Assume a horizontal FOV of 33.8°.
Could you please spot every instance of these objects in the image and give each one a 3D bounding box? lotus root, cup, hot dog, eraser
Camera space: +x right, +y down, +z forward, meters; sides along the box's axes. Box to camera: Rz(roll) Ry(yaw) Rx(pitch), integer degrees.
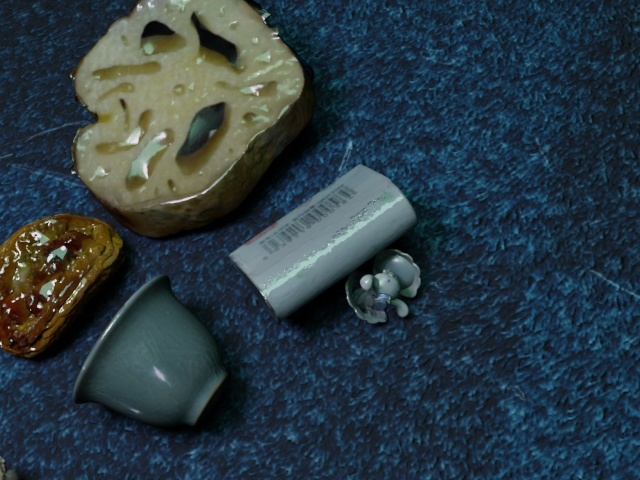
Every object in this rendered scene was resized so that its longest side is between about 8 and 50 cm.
[{"bbox_3d":[-0.192,-0.200,1.538,0.374,0.111,0.391,-3,66,20],"label":"lotus root"},{"bbox_3d":[-0.198,0.165,1.351,0.150,0.199,0.199,34,72,5],"label":"cup"},{"bbox_3d":[-0.379,0.056,1.476,0.160,0.099,0.227,24,72,22],"label":"hot dog"},{"bbox_3d":[0.000,0.000,1.411,0.227,0.081,0.174,-34,28,-9],"label":"eraser"}]

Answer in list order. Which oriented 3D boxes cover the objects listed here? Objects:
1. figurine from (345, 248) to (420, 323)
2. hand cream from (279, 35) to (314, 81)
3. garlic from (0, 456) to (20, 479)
[{"bbox_3d":[0.082,0.066,1.393,0.094,0.082,0.086,54,43,-10],"label":"figurine"},{"bbox_3d":[-0.122,-0.309,1.650,0.120,0.061,0.270,-38,57,-12],"label":"hand cream"},{"bbox_3d":[-0.467,0.343,1.337,0.194,0.127,0.131,-26,37,26],"label":"garlic"}]
